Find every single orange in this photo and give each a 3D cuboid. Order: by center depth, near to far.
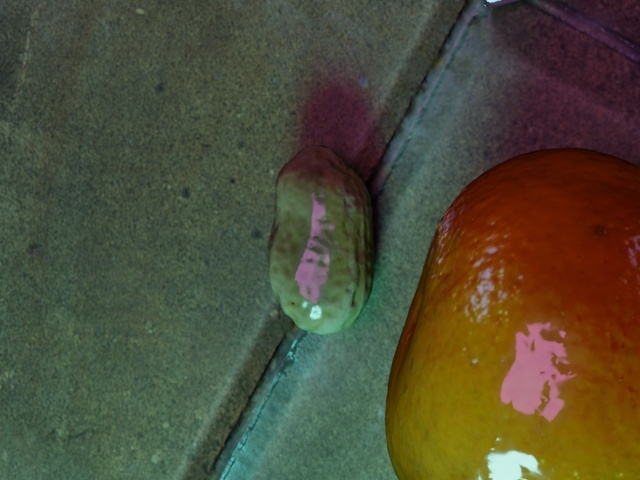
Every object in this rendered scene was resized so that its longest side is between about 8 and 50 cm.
[{"bbox_3d":[0.244,0.119,1.466,0.326,0.424,0.423,15,96,0],"label":"orange"}]

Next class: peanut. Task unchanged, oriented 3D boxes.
[{"bbox_3d":[0.000,0.000,1.744,0.129,0.129,0.224,-1,80,26],"label":"peanut"}]

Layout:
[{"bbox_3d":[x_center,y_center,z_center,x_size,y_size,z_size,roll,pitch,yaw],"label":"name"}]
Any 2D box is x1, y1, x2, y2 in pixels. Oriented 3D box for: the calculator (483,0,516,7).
[{"bbox_3d":[0.233,-0.369,1.693,0.127,0.034,0.190,-13,77,26],"label":"calculator"}]
